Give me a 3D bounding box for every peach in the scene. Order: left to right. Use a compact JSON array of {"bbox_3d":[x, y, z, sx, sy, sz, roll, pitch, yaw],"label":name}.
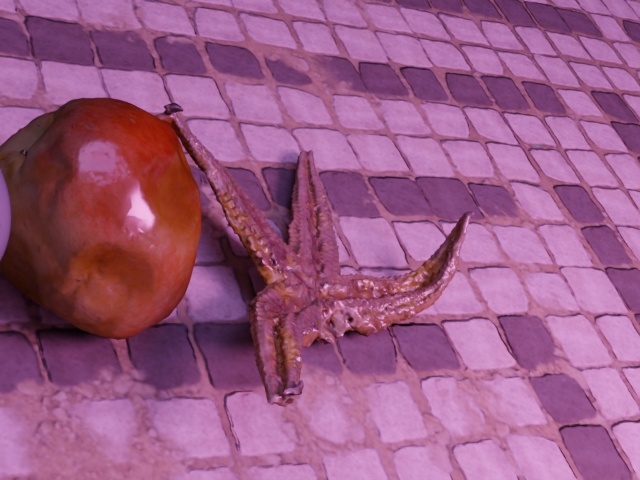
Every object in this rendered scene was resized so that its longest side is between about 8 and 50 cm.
[{"bbox_3d":[-0.217,-0.013,1.059,0.235,0.214,0.214,65,34,-19],"label":"peach"}]

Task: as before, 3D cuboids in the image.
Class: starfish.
[{"bbox_3d":[-0.004,0.008,1.209,0.398,0.132,0.383,-6,56,-43],"label":"starfish"}]

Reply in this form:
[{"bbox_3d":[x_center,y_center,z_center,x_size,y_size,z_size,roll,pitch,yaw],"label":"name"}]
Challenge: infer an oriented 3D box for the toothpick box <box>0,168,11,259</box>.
[{"bbox_3d":[-0.407,0.011,0.863,0.263,0.263,0.354,32,44,1],"label":"toothpick box"}]
